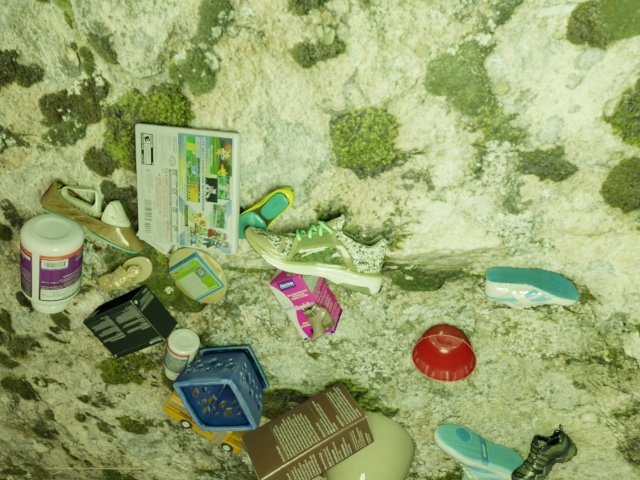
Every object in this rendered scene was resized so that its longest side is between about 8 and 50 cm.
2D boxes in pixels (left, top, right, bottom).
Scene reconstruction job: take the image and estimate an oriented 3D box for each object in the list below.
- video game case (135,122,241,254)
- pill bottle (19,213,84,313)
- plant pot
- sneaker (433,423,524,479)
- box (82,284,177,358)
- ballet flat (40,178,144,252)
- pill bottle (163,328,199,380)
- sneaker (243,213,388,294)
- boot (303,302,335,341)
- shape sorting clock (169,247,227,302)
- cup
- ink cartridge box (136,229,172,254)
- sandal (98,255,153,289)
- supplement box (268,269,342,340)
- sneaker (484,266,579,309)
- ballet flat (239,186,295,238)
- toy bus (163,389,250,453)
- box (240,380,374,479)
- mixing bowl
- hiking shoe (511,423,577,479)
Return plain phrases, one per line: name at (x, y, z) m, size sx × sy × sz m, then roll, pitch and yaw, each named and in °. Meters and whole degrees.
video game case at (-0.362, -0.141, 1.475) m, size 0.299 × 0.036 × 0.329 m, roll 8°, pitch 107°, yaw 14°
pill bottle at (-0.869, 0.083, 1.751) m, size 0.181 × 0.182 × 0.323 m, roll 24°, pitch 127°, yaw 1°
plant pot at (-0.315, 0.484, 1.823) m, size 0.235 × 0.212 × 0.236 m, roll -9°, pitch 119°, yaw 22°
sneaker at (0.490, 0.749, 1.800) m, size 0.318 × 0.127 × 0.208 m, roll 26°, pitch 125°, yaw 1°
box at (-0.655, 0.284, 1.867) m, size 0.261 × 0.103 × 0.184 m, roll -22°, pitch 111°, yaw 28°
ballet flat at (-0.679, -0.086, 1.639) m, size 0.342 × 0.116 × 0.124 m, roll 28°, pitch 107°, yaw 3°
pill bottle at (-0.491, 0.404, 1.890) m, size 0.107 × 0.108 × 0.180 m, roll 24°, pitch 126°, yaw 1°
sneaker at (0.000, 0.000, 1.452) m, size 0.409 × 0.158 × 0.182 m, roll 17°, pitch 105°, yaw -13°
boot at (-0.016, 0.229, 1.533) m, size 0.087 × 0.042 × 0.118 m, roll 43°, pitch 121°, yaw -6°
shape sorting clock at (-0.384, 0.110, 1.702) m, size 0.206 × 0.040 × 0.206 m, roll 11°, pitch 127°, yaw 14°
cup at (0.148, 0.793, 1.868) m, size 0.330 × 0.237 × 0.331 m, roll 8°, pitch 125°, yaw 12°
ink cartridge box at (-0.464, -0.044, 1.611) m, size 0.109 × 0.063 × 0.150 m, roll 36°, pitch 125°, yaw -8°
sandal at (-0.653, 0.129, 1.776) m, size 0.239 × 0.079 × 0.088 m, roll -20°, pitch 115°, yaw 28°
supplement box at (-0.040, 0.169, 1.590) m, size 0.111 × 0.114 × 0.220 m, roll -19°, pitch 113°, yaw 26°
sneaker at (0.545, 0.132, 1.405) m, size 0.228 × 0.087 × 0.092 m, roll 10°, pitch 132°, yaw 20°
ballet flat at (-0.153, -0.077, 1.482) m, size 0.231 × 0.077 × 0.077 m, roll -33°, pitch 105°, yaw 33°
toy bus at (-0.416, 0.664, 2.041) m, size 0.332 × 0.108 × 0.130 m, roll 31°, pitch 125°, yaw -4°
box at (-0.040, 0.638, 1.730) m, size 0.381 × 0.191 × 0.143 m, roll -25°, pitch 122°, yaw -14°
mixing bowl at (0.359, 0.309, 1.565) m, size 0.181 × 0.098 × 0.182 m, roll 8°, pitch 125°, yaw 11°
hiking shoe at (0.676, 0.665, 1.685) m, size 0.226 × 0.086 × 0.114 m, roll -33°, pitch 95°, yaw -4°
